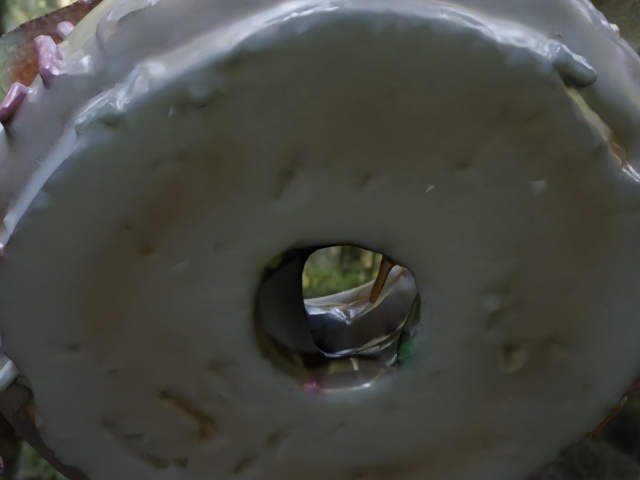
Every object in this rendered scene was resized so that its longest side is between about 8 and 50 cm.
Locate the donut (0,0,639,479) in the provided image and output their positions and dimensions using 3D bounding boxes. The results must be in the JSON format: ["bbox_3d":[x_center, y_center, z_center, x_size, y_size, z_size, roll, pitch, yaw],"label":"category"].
[{"bbox_3d":[0.000,0.000,0.784,0.382,0.383,0.142,11,31,-20],"label":"donut"}]

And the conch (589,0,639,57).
[{"bbox_3d":[0.196,-0.207,0.999,0.186,0.263,0.324,45,5,1],"label":"conch"}]

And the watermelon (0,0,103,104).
[{"bbox_3d":[-0.062,-0.097,0.999,0.303,0.159,0.128,-15,-1,24],"label":"watermelon"}]

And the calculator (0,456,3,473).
[{"bbox_3d":[-0.343,0.160,1.111,0.190,0.127,0.034,-28,22,14],"label":"calculator"}]
